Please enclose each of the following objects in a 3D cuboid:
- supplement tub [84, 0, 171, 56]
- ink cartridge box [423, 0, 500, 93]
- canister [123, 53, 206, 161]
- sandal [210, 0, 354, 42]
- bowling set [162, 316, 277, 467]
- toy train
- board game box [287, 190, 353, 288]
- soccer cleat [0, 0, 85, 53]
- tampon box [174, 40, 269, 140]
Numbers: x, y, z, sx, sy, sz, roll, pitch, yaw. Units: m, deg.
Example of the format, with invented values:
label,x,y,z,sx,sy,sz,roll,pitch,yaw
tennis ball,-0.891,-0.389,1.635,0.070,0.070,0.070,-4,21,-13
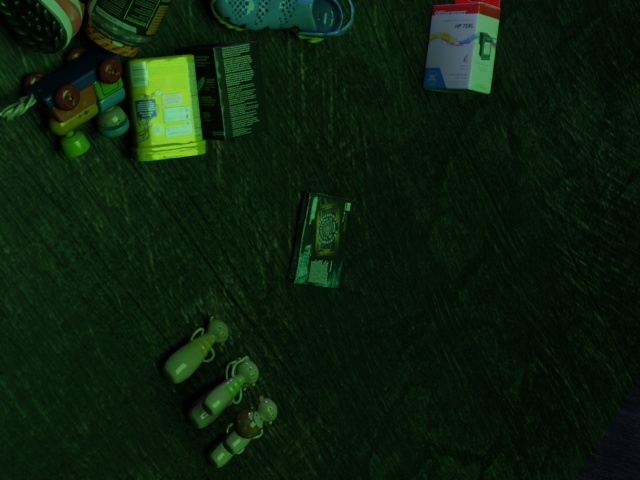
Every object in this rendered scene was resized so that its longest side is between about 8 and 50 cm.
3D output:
label,x,y,z,sx,sy,sz,roll,pitch,yaw
supplement tub,-0.294,-0.395,1.658,0.117,0.117,0.190,11,119,-44
ink cartridge box,0.306,-0.435,2.256,0.078,0.134,0.231,3,94,-43
canister,-0.265,-0.227,1.784,0.126,0.073,0.169,-9,102,-22
sandal,-0.058,-0.434,1.915,0.317,0.138,0.126,-3,101,-41
bowling set,-0.141,0.299,1.925,0.154,0.200,0.287,-42,127,-32
toy train,-0.412,-0.191,1.657,0.248,0.105,0.143,-40,135,-31
board game box,0.000,0.000,2.116,0.126,0.026,0.186,9,91,-43
soccer cleat,-0.473,-0.431,1.565,0.318,0.109,0.116,53,34,-27
tampon box,-0.173,-0.265,1.843,0.101,0.120,0.161,-18,109,-39
